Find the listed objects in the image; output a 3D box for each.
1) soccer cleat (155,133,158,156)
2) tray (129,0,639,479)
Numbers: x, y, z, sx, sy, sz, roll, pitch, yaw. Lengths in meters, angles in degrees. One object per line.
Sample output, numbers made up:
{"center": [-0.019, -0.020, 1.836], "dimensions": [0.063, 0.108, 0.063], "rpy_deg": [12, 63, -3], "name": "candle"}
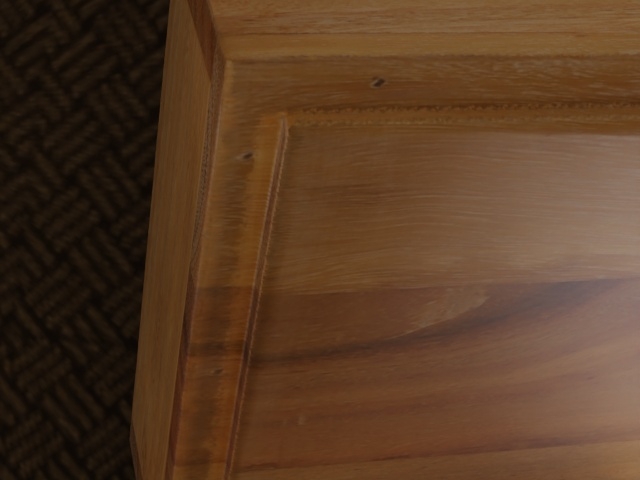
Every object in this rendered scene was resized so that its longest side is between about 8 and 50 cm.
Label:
{"center": [0.000, 0.000, 0.581], "dimensions": [0.068, 0.196, 0.076], "rpy_deg": [-7, 74, 20], "name": "soccer cleat"}
{"center": [0.156, 0.007, 0.483], "dimensions": [0.411, 0.076, 0.202], "rpy_deg": [-2, 132, -14], "name": "tray"}
